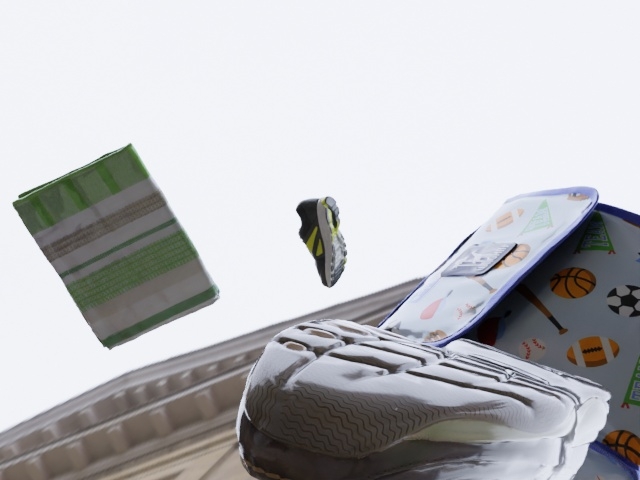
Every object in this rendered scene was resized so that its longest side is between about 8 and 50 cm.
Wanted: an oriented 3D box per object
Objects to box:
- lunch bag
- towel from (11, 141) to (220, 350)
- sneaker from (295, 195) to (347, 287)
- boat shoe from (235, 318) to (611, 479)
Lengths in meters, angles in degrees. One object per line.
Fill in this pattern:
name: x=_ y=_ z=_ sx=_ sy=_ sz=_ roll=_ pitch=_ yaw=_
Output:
lunch bag: x=0.283 y=0.117 z=1.229 sx=0.385 sy=0.328 sz=0.239 roll=29 pitch=-32 yaw=35
towel: x=-0.163 y=0.006 z=0.848 sx=0.113 sy=0.023 sz=0.152 roll=-25 pitch=-68 yaw=6
sneaker: x=0.000 y=0.000 z=0.886 sx=0.035 sy=0.031 sz=0.083 roll=6 pitch=-66 yaw=28
boat shoe: x=0.071 y=0.126 z=0.568 sx=0.132 sy=0.355 sz=0.130 roll=17 pitch=-89 yaw=32
